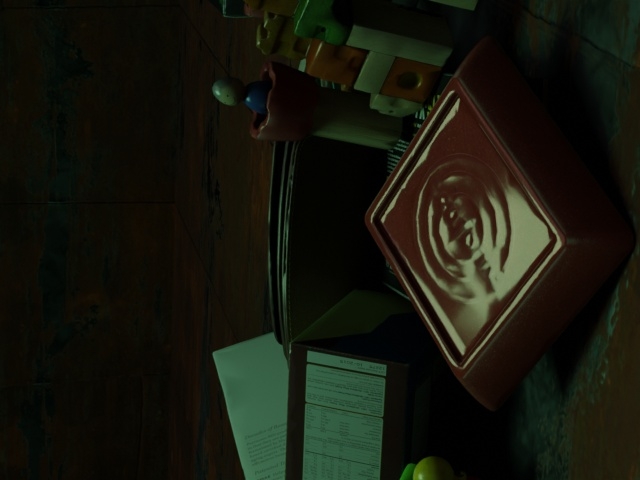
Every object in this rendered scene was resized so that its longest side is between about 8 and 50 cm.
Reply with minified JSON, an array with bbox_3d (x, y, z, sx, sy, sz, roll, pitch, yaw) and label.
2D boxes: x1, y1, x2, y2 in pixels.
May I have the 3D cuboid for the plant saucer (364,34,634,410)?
[{"bbox_3d":[0.143,-0.012,1.357,0.258,0.047,0.259,60,137,29],"label":"plant saucer"}]

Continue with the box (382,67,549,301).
[{"bbox_3d":[0.144,-0.052,1.546,0.322,0.079,0.257,-151,61,-74],"label":"box"}]

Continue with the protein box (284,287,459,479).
[{"bbox_3d":[0.061,0.185,1.606,0.200,0.136,0.201,-35,-49,-63],"label":"protein box"}]

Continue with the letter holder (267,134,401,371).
[{"bbox_3d":[0.000,0.000,1.755,0.152,0.214,0.302,17,111,48],"label":"letter holder"}]

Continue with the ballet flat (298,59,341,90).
[{"bbox_3d":[0.012,-0.190,2.025,0.083,0.087,0.247,115,150,-60],"label":"ballet flat"}]

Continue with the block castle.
[{"bbox_3d":[0.031,-0.333,1.498,0.453,0.212,0.303,116,158,-44],"label":"block castle"}]

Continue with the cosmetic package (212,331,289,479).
[{"bbox_3d":[-0.020,0.314,1.975,0.385,0.156,0.217,-115,7,-56],"label":"cosmetic package"}]

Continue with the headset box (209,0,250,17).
[{"bbox_3d":[-0.119,-0.509,2.415,0.283,0.131,0.246,-126,36,-65],"label":"headset box"}]

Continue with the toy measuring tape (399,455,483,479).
[{"bbox_3d":[0.156,0.350,1.543,0.121,0.121,0.330,-112,5,-53],"label":"toy measuring tape"}]
